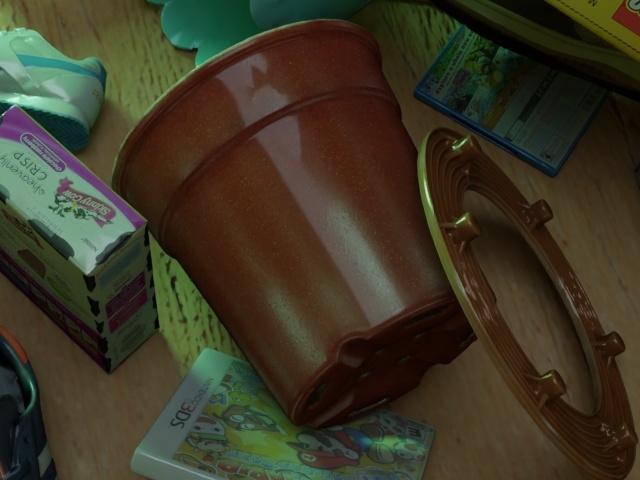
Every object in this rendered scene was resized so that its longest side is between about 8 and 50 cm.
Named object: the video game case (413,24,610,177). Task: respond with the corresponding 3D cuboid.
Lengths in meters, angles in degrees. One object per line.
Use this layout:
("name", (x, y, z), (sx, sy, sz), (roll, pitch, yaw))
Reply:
("video game case", (0.195, -0.151, 1.502), (0.166, 0.015, 0.119), (32, 68, 11))

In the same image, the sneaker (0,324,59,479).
("sneaker", (-0.274, 0.215, 1.233), (0.131, 0.148, 0.350), (-19, 68, -11))

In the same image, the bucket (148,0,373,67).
("bucket", (-0.066, -0.298, 1.409), (0.183, 0.281, 0.281), (-34, 72, -20))

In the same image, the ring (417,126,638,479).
("ring", (0.187, 0.046, 1.260), (0.032, 0.336, 0.337), (-31, 66, 21))

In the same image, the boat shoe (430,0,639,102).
("boat shoe", (0.260, -0.227, 1.444), (0.342, 0.123, 0.123), (22, 93, 3))

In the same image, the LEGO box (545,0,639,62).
("LEGO box", (0.219, -0.394, 1.314), (0.500, 0.193, 0.372), (34, 37, 1))

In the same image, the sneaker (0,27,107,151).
("sneaker", (-0.322, -0.163, 1.446), (0.228, 0.087, 0.092), (19, 59, -2))

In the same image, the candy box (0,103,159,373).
("candy box", (-0.221, 0.005, 1.286), (0.159, 0.233, 0.071), (41, 70, 14))

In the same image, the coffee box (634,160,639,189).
("coffee box", (0.404, 0.010, 1.394), (0.141, 0.098, 0.247), (-10, 66, -8))

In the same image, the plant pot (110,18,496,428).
("plant pot", (0.000, 0.000, 1.275), (0.272, 0.272, 0.265), (-26, 68, -14))

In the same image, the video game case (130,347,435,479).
("video game case", (-0.024, 0.176, 1.261), (0.227, 0.026, 0.206), (19, 23, 5))
